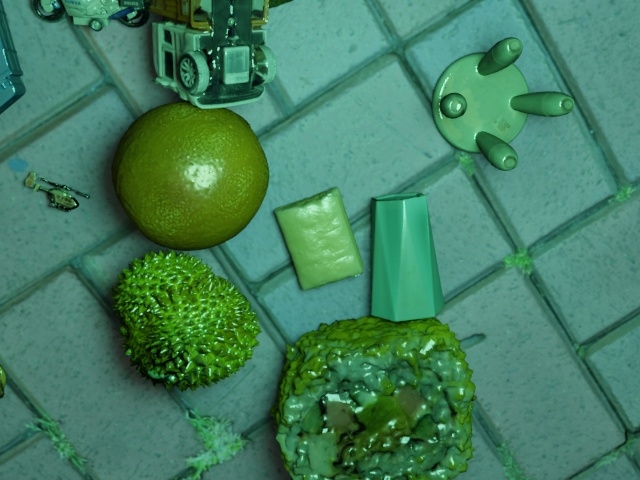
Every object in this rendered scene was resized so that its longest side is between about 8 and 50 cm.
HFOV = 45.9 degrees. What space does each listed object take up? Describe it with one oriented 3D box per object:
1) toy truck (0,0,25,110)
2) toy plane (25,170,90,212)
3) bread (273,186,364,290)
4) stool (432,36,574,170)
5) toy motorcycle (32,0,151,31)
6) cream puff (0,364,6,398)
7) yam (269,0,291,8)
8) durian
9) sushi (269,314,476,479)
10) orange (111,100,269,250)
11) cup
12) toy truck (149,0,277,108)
[{"bbox_3d":[-0.642,-0.377,1.312,0.175,0.146,0.367,-14,106,-10],"label":"toy truck"},{"bbox_3d":[-0.504,-0.088,1.440,0.121,0.031,0.049,22,93,-12],"label":"toy plane"},{"bbox_3d":[0.000,0.000,1.490,0.140,0.060,0.178,-21,103,0],"label":"bread"},{"bbox_3d":[0.321,-0.249,1.401,0.195,0.198,0.195,44,96,-13],"label":"stool"},{"bbox_3d":[-0.405,-0.455,1.344,0.221,0.102,0.150,3,122,-3],"label":"toy motorcycle"},{"bbox_3d":[-0.681,0.282,1.466,0.133,0.104,0.119,-14,109,-1],"label":"cream puff"},{"bbox_3d":[-0.083,-0.548,1.329,0.154,0.154,0.254,-9,100,-4],"label":"yam"},{"bbox_3d":[-0.256,0.158,1.400,0.291,0.291,0.224,31,61,-11],"label":"durian"},{"bbox_3d":[0.102,0.335,1.478,0.397,0.240,0.351,-8,101,-7],"label":"sushi"},{"bbox_3d":[-0.227,-0.116,1.343,0.274,0.274,0.274,-1,102,-5],"label":"orange"},{"bbox_3d":[0.158,0.027,1.481,0.148,0.134,0.235,-9,99,-7],"label":"cup"},{"bbox_3d":[-0.193,-0.430,1.267,0.173,0.207,0.387,-16,120,-39],"label":"toy truck"}]
